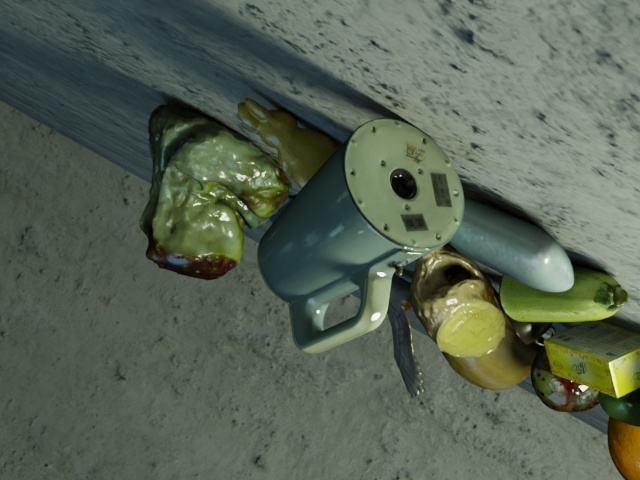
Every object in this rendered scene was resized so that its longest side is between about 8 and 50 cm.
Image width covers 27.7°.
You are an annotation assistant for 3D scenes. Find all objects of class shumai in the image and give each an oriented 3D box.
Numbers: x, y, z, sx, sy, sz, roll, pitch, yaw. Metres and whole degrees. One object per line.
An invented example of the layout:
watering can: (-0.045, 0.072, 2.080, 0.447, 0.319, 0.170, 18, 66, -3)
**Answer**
shumai: (-0.223, -0.068, 2.282, 0.304, 0.263, 0.309, 22, 170, 43)

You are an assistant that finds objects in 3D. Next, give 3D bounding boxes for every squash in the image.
squash: (0.325, 0.069, 1.680, 0.094, 0.094, 0.224, 32, 168, -23)

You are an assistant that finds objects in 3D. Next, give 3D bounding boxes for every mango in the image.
mango: (0.506, 0.243, 2.007, 0.238, 0.091, 0.137, 11, 179, -37)

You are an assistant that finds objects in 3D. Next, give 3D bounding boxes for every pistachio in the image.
pistachio: (0.281, 0.170, 2.379, 0.260, 0.162, 0.213, 38, 147, -27)

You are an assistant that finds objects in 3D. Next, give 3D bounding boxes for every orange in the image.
orange: (0.650, 0.358, 2.366, 0.274, 0.274, 0.310, 27, 148, 23)

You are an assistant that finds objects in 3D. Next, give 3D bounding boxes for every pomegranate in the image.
pomegranate: (0.425, 0.225, 2.239, 0.148, 0.148, 0.169, 30, 173, -7)

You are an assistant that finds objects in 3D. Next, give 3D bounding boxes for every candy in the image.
candy: (0.228, 0.003, 1.622, 0.174, 0.071, 0.138, 27, 175, 29)

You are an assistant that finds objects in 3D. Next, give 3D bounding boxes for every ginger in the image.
ginger: (0.220, 0.090, 2.151, 0.275, 0.130, 0.221, 55, -169, -43)

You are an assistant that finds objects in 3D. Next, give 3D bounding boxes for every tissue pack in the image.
tissue pack: (0.426, 0.176, 1.951, 0.176, 0.095, 0.062, 17, 125, 65)

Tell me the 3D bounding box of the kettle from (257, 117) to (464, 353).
kettle: (0.036, 0.010, 1.492, 0.160, 0.210, 0.243, 5, 153, -32)

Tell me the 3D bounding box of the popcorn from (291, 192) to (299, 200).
popcorn: (0.053, -0.031, 1.706, 0.174, 0.168, 0.195, 32, 174, 3)

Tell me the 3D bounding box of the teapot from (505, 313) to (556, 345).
teapot: (0.346, 0.125, 2.097, 0.121, 0.068, 0.076, 52, -168, -24)

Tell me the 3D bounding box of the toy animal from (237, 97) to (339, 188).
toy animal: (-0.044, -0.145, 1.784, 0.159, 0.083, 0.070, 42, -161, -14)

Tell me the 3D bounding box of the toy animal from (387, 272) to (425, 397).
toy animal: (0.181, 0.127, 2.679, 0.302, 0.225, 0.284, 40, 158, 18)

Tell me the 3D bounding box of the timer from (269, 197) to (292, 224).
timer: (0.000, 0.000, 2.638, 0.232, 0.091, 0.250, 31, 178, -19)
